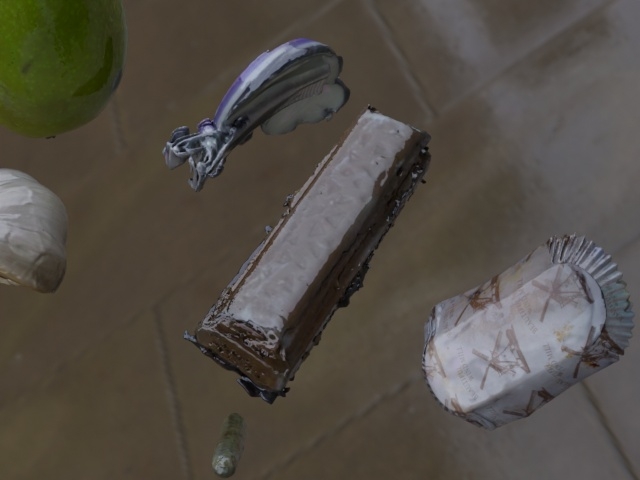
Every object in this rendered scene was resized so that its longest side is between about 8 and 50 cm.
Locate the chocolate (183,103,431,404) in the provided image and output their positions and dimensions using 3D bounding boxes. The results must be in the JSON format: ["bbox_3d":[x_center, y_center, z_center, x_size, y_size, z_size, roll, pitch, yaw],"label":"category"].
[{"bbox_3d":[0.005,-0.001,1.523,0.329,0.102,0.065,-55,1,-38],"label":"chocolate"}]

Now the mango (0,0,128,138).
[{"bbox_3d":[-0.230,-0.211,1.368,0.143,0.293,0.175,-16,38,-13],"label":"mango"}]

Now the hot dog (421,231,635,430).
[{"bbox_3d":[0.151,0.071,1.299,0.059,0.108,0.191,-17,-13,-47],"label":"hot dog"}]

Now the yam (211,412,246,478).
[{"bbox_3d":[-0.065,0.148,1.257,0.021,0.021,0.116,-36,8,6],"label":"yam"}]

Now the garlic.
[{"bbox_3d":[-0.210,-0.009,1.186,0.074,0.094,0.113,-44,41,-6],"label":"garlic"}]

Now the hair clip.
[{"bbox_3d":[-0.038,-0.095,1.289,0.172,0.049,0.116,-35,-12,-27],"label":"hair clip"}]
